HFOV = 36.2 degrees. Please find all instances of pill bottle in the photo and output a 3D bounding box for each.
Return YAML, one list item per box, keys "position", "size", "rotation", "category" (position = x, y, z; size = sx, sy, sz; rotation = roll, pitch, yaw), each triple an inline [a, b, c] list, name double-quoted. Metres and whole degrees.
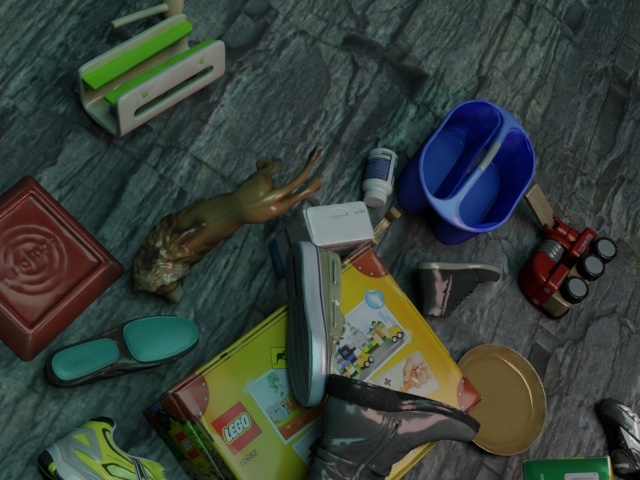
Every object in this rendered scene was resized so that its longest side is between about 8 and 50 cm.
- position: [0.126, -0.134, 2.111]
  size: [0.067, 0.067, 0.120]
  rotation: [21, 63, -17]
  category: "pill bottle"

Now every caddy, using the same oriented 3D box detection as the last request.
- position: [0.329, -0.153, 2.149]
  size: [0.241, 0.179, 0.341]
  rotation: [40, 60, -5]
  category: "caddy"

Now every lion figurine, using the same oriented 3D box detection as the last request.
- position: [-0.174, -0.044, 1.802]
  size: [0.142, 0.392, 0.240]
  rotation: [52, 25, -4]
  category: "lion figurine"

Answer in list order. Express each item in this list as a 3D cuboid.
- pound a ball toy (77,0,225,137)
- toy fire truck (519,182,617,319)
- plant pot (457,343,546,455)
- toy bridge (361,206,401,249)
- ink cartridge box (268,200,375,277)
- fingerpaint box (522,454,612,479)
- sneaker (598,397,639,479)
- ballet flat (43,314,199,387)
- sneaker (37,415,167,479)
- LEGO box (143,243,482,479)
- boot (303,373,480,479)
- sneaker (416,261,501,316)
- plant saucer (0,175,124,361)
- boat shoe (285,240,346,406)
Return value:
- position: [-0.342, -0.355, 1.961]
  size: [0.208, 0.136, 0.319]
  rotation: [38, 56, 22]
  category: "pound a ball toy"
- position: [0.519, 0.016, 2.203]
  size: [0.246, 0.158, 0.217]
  rotation: [40, 59, 7]
  category: "toy fire truck"
- position: [0.371, 0.337, 2.066]
  size: [0.236, 0.032, 0.236]
  rotation: [9, 67, -21]
  category: "plant pot"
- position: [0.100, 0.008, 2.046]
  size: [0.026, 0.063, 0.188]
  rotation: [42, 58, -5]
  category: "toy bridge"
- position: [0.000, 0.000, 1.929]
  size: [0.139, 0.190, 0.082]
  rotation: [-8, 74, -27]
  category: "ink cartridge box"
- position: [0.478, 0.648, 1.800]
  size: [0.163, 0.371, 0.445]
  rotation: [-6, 69, 16]
  category: "fingerpaint box"
- position: [0.670, 0.457, 2.132]
  size: [0.106, 0.078, 0.234]
  rotation: [-30, 87, -33]
  category: "sneaker"
- position: [-0.357, 0.198, 1.741]
  size: [0.280, 0.096, 0.095]
  rotation: [-11, 72, -27]
  category: "ballet flat"
- position: [-0.294, 0.456, 1.646]
  size: [0.385, 0.145, 0.147]
  rotation: [47, 59, -4]
  category: "sneaker"
- position: [-0.005, 0.303, 1.808]
  size: [0.500, 0.193, 0.372]
  rotation: [-35, 87, -31]
  category: "LEGO box"
- position: [0.116, 0.367, 1.673]
  size: [0.338, 0.118, 0.223]
  rotation: [19, 81, -30]
  category: "boot"
- position: [0.295, 0.106, 2.104]
  size: [0.222, 0.083, 0.118]
  rotation: [2, 88, -31]
  category: "sneaker"
- position: [-0.522, 0.039, 1.755]
  size: [0.259, 0.047, 0.258]
  rotation: [45, 59, -4]
  category: "plant saucer"
- position: [0.000, 0.140, 1.700]
  size: [0.094, 0.109, 0.302]
  rotation: [8, 64, -23]
  category: "boat shoe"
